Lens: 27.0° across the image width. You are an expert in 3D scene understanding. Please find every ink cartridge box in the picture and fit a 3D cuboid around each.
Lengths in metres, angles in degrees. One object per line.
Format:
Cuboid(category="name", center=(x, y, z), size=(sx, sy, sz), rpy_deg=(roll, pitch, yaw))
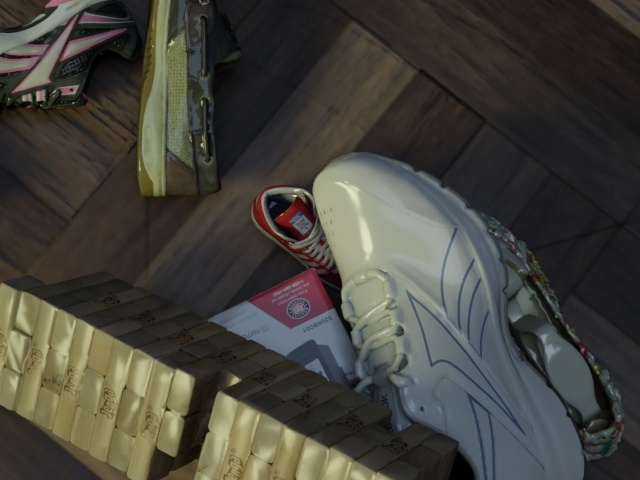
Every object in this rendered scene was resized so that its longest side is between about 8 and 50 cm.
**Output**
Cuboid(category="ink cartridge box", center=(-0.019, 0.113, 0.970), size=(0.109, 0.063, 0.150), rpy_deg=(-26, 82, -8))

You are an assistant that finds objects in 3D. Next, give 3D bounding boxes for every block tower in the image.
Cuboid(category="block tower", center=(-0.067, 0.120, 0.880), size=(0.335, 0.097, 0.091), rpy_deg=(23, 109, 25))

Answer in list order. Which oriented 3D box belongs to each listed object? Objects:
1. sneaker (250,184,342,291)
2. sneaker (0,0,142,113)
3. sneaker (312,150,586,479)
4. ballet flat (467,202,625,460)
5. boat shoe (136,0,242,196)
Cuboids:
Cuboid(category="sneaker", center=(0.000, 0.000, 0.989), size=(0.118, 0.067, 0.042), rpy_deg=(32, 79, 2))
Cuboid(category="sneaker", center=(-0.212, -0.125, 0.999), size=(0.178, 0.072, 0.077), rpy_deg=(-35, 95, -3))
Cuboid(category="sneaker", center=(0.074, 0.075, 0.918), size=(0.129, 0.111, 0.297), rpy_deg=(-26, 85, -42))
Cuboid(category="ballet flat", center=(0.149, 0.057, 0.985), size=(0.091, 0.077, 0.241), rpy_deg=(-37, 84, -11))
Cuboid(category="boat shoe", center=(-0.096, -0.141, 1.007), size=(0.073, 0.080, 0.223), rpy_deg=(6, 85, -8))
